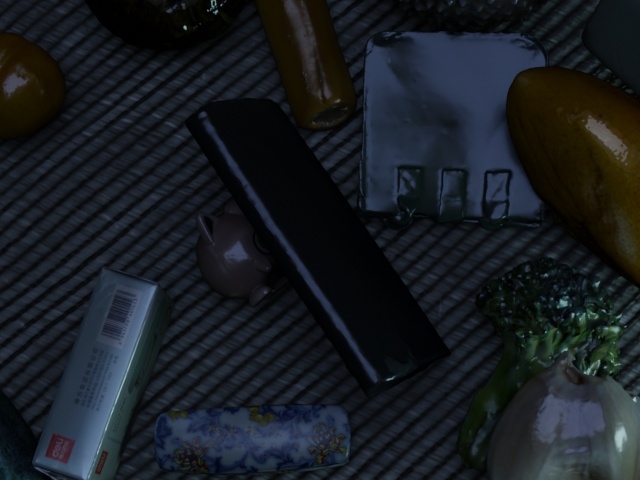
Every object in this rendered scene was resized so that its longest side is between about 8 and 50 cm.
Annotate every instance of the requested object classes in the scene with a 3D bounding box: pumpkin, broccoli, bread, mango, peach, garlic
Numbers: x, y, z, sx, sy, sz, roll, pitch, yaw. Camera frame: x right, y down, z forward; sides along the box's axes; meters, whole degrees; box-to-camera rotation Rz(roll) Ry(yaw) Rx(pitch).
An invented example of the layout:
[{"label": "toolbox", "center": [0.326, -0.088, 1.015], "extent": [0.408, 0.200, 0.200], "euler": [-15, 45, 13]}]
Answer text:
[{"label": "pumpkin", "center": [-0.206, -0.361, 1.988], "extent": [0.238, 0.159, 0.238], "euler": [0, 88, 9]}, {"label": "broccoli", "center": [0.275, 0.157, 1.910], "extent": [0.198, 0.177, 0.275], "euler": [2, 109, -31]}, {"label": "bread", "center": [-0.020, -0.265, 2.016], "extent": [0.092, 0.074, 0.239], "euler": [-17, 79, -7]}, {"label": "mango", "center": [0.368, -0.086, 1.903], "extent": [0.199, 0.201, 0.350], "euler": [-34, 104, 27]}, {"label": "peach", "center": [-0.406, -0.196, 1.983], "extent": [0.138, 0.138, 0.138], "euler": [0, 78, 1]}, {"label": "garlic", "center": [0.306, 0.255, 1.831], "extent": [0.217, 0.110, 0.228], "euler": [-25, 121, 0]}]

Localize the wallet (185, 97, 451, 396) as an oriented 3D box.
[{"label": "wallet", "center": [0.001, -0.001, 1.889], "extent": [0.062, 0.228, 0.406], "euler": [-39, 79, 21]}]

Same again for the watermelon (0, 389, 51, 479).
[{"label": "watermelon", "center": [-0.480, 0.301, 1.853], "extent": [0.213, 0.289, 0.320], "euler": [-28, 92, 26]}]

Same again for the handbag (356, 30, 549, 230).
[{"label": "handbag", "center": [0.175, -0.140, 1.981], "extent": [0.247, 0.079, 0.260], "euler": [3, 81, 0]}]

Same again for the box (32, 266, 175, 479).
[{"label": "box", "center": [-0.268, 0.177, 1.900], "extent": [0.079, 0.135, 0.269], "euler": [17, 78, 8]}]

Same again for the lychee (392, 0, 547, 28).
[{"label": "lychee", "center": [0.185, -0.405, 1.929], "extent": [0.300, 0.300, 0.300], "euler": [0, 78, 1]}]

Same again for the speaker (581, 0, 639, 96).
[{"label": "speaker", "center": [0.507, -0.319, 1.894], "extent": [0.184, 0.183, 0.406], "euler": [39, 52, 13]}]

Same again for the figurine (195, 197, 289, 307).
[{"label": "figurine", "center": [-0.098, 0.014, 1.932], "extent": [0.125, 0.125, 0.138], "euler": [-31, 86, -5]}]

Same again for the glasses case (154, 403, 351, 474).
[{"label": "glasses case", "center": [-0.085, 0.251, 1.912], "extent": [0.248, 0.065, 0.087], "euler": [-3, 80, 0]}]
